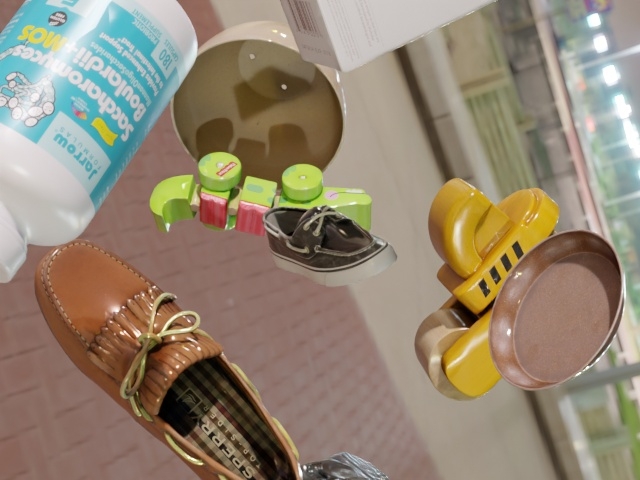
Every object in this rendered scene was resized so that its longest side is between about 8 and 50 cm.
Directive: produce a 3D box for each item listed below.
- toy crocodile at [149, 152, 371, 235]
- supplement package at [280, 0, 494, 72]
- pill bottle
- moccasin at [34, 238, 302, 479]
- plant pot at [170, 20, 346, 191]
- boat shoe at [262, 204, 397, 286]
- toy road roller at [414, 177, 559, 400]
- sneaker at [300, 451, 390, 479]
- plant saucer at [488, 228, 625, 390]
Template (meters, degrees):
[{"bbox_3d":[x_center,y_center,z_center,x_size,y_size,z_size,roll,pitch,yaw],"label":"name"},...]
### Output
[{"bbox_3d":[-0.090,-0.051,1.858,0.105,0.340,0.115,-81,177,-47],"label":"toy crocodile"},{"bbox_3d":[0.061,-0.245,1.139,0.105,0.179,0.105,32,-33,64],"label":"supplement package"},{"bbox_3d":[-0.222,-0.098,0.994,0.264,0.146,0.146,-62,144,-23],"label":"pill bottle"},{"bbox_3d":[-0.165,0.149,1.324,0.380,0.139,0.147,52,-26,2],"label":"moccasin"},{"bbox_3d":[-0.087,-0.250,1.998,0.191,0.284,0.284,-77,148,-52],"label":"plant pot"},{"bbox_3d":[0.000,0.000,1.366,0.219,0.077,0.070,8,-53,55],"label":"boat shoe"},{"bbox_3d":[0.236,0.055,1.853,0.240,0.329,0.202,41,4,-11],"label":"toy road roller"},{"bbox_3d":[0.015,0.375,1.714,0.087,0.130,0.227,36,15,25],"label":"sneaker"},{"bbox_3d":[0.234,0.071,1.178,0.029,0.168,0.168,28,38,-30],"label":"plant saucer"}]
